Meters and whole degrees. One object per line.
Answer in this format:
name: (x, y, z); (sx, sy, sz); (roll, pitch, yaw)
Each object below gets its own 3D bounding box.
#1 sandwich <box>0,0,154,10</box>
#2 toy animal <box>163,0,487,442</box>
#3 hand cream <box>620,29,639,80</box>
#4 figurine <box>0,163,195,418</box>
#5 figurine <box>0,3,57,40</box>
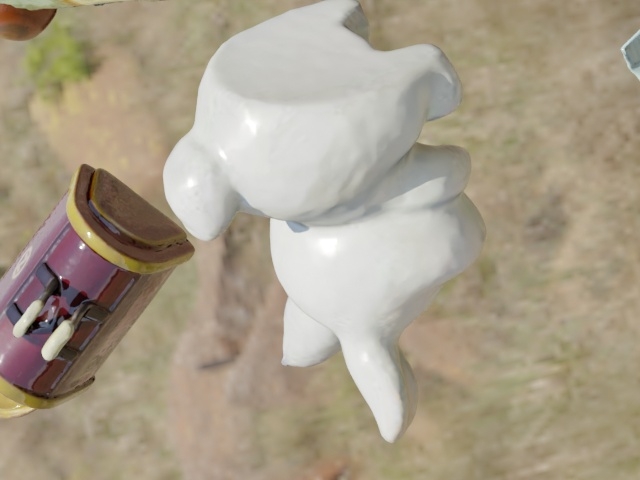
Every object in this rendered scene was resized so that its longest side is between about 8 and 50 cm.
sandwich: (-0.158, -0.218, 0.898); (0.155, 0.198, 0.227); (1, 100, 30)
toy animal: (0.008, -0.007, 1.636); (0.196, 0.241, 0.367); (44, 159, 46)
hand cream: (0.229, -0.052, 0.952); (0.067, 0.109, 0.320); (49, -179, 32)
figurine: (-0.150, 0.045, 1.094); (0.154, 0.082, 0.098); (-51, 6, 19)
figurine: (-0.221, -0.190, 1.190); (0.271, 0.143, 0.143); (1, 104, 45)
